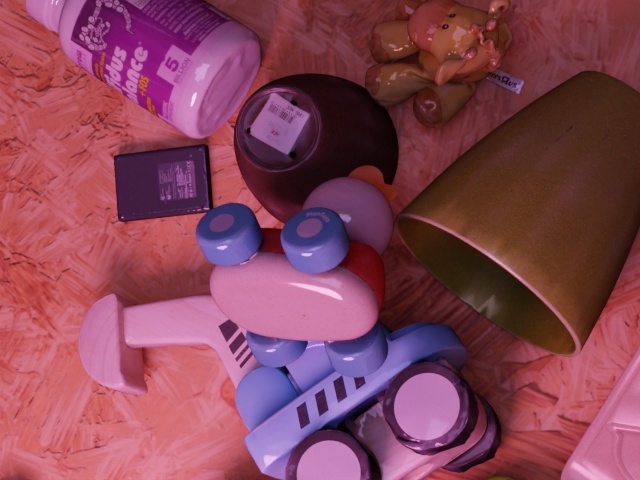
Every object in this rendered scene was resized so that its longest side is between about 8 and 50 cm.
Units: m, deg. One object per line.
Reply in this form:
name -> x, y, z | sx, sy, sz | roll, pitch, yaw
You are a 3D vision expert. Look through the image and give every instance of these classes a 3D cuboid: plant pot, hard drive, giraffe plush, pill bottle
plant pot -> 0.287, -0.055, 1.666 | 0.275, 0.275, 0.293 | 36, 79, 13
hard drive -> -0.219, -0.079, 1.886 | 0.135, 0.022, 0.094 | -6, 84, 12
giraffe plush -> 0.164, -0.243, 1.722 | 0.210, 0.170, 0.181 | 9, 83, 4
plant pot -> -0.025, -0.127, 1.739 | 0.215, 0.230, 0.215 | -1, 85, 13
pill bottle -> -0.243, -0.279, 1.832 | 0.301, 0.169, 0.169 | 33, 93, 14

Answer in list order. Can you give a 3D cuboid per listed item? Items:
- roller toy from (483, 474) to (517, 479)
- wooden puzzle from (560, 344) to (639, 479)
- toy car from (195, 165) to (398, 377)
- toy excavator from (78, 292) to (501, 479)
roller toy -> 0.193, 0.415, 1.690 | 0.191, 0.146, 0.209 | -21, 82, 11
wooden puzzle -> 0.490, 0.245, 1.579 | 0.322, 0.080, 0.348 | 34, 122, 17
toy car -> 0.000, 0.000, 1.611 | 0.210, 0.219, 0.238 | 4, 47, 27
toy excavator -> -0.048, 0.175, 1.755 | 0.433, 0.222, 0.445 | -35, 66, 6
